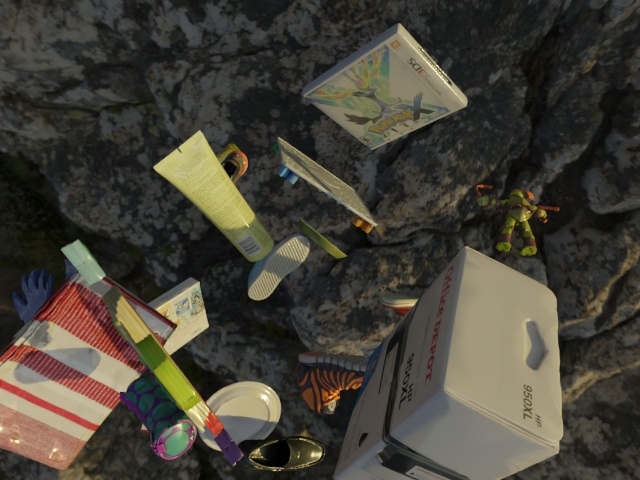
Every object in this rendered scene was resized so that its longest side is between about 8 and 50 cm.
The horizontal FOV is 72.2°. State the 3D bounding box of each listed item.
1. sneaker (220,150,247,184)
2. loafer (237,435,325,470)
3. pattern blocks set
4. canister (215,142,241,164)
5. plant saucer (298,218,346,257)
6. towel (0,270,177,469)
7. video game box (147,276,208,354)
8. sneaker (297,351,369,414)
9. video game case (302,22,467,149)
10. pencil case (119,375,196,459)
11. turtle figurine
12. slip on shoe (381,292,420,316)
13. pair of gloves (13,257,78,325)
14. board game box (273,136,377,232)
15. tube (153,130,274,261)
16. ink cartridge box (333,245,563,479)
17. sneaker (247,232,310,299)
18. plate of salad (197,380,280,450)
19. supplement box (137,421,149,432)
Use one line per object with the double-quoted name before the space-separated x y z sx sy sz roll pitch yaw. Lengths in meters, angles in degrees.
"sneaker" -0.204 -0.108 0.883 0.061 0.065 0.157 28 110 -2
"loafer" -0.080 0.486 0.995 0.078 0.223 0.076 -24 57 54
"pattern blocks set" -0.200 0.138 0.529 0.324 0.026 0.285 56 157 -7
"canister" -0.398 -0.293 1.721 0.073 0.170 0.126 49 154 -7
"plant saucer" 0.000 0.000 1.745 0.241 0.241 0.037 38 91 5
"towel" -0.450 0.235 0.804 0.037 0.329 0.237 17 154 50
"video game box" -0.430 0.234 1.277 0.048 0.205 0.187 26 132 29
"sneaker" 0.070 0.457 1.383 0.321 0.125 0.179 -3 84 35
"video game case" 0.167 -0.384 1.174 0.300 0.036 0.329 28 150 -36
"pencil case" -0.266 0.283 0.716 0.152 0.070 0.064 22 111 45
"turtle figurine" 0.586 -0.069 1.281 0.270 0.217 0.087 15 154 -7
"slip on shoe" 0.326 0.244 1.491 0.123 0.331 0.101 10 82 48
"pair of gloves" -0.552 0.117 0.929 0.198 0.023 0.159 -18 71 1
"board game box" 0.002 -0.208 1.590 0.390 0.390 0.050 32 106 -20
"tube" -0.165 -0.063 0.745 0.062 0.070 0.240 -14 131 27
"ink cartridge box" 0.196 0.247 0.739 0.166 0.285 0.394 27 134 1
"sneaker" -0.189 0.076 1.796 0.135 0.150 0.366 30 116 -35
"plate of salad" -0.195 0.421 1.061 0.200 0.048 0.199 -7 111 -19
"supplement box" -0.409 0.422 1.067 0.043 0.083 0.055 18 147 -19
